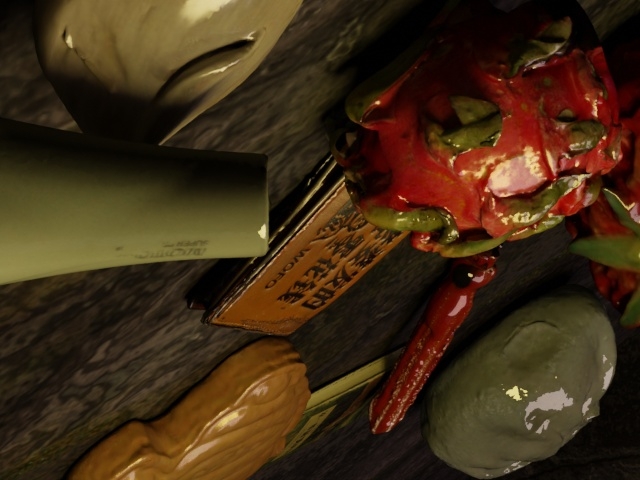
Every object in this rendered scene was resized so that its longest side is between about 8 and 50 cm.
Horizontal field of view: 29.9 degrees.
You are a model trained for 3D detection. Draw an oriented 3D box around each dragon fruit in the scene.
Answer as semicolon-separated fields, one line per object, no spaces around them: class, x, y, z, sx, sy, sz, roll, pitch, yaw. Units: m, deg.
dragon fruit;0.093;-0.075;0.769;0.172;0.166;0.160;-24;167;-3

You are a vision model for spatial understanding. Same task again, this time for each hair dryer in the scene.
hair dryer;-0.110;-0.050;0.435;0.219;0.088;0.225;14;133;-20

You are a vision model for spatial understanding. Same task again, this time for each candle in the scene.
candle;0.122;0.117;1.376;0.051;0.048;0.329;3;134;-25

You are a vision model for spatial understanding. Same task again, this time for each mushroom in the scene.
mushroom;-0.042;-0.124;0.485;0.108;0.096;0.247;19;122;-33

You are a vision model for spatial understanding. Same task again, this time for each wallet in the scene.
wallet;0.002;0.002;0.938;0.195;0.042;0.161;-43;161;13

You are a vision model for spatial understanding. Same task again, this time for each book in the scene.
book;0.020;0.205;1.476;0.228;0.024;0.160;-21;156;-42

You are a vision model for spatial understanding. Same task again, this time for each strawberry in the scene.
strawberry;0.352;-0.079;1.092;0.292;0.292;0.310;-52;-166;35

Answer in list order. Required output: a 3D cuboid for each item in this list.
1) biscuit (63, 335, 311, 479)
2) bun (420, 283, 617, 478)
biscuit;-0.140;0.228;1.187;0.312;0.057;0.351;-26;158;-36
bun;0.307;0.221;1.777;0.354;0.194;0.354;-36;162;-13
